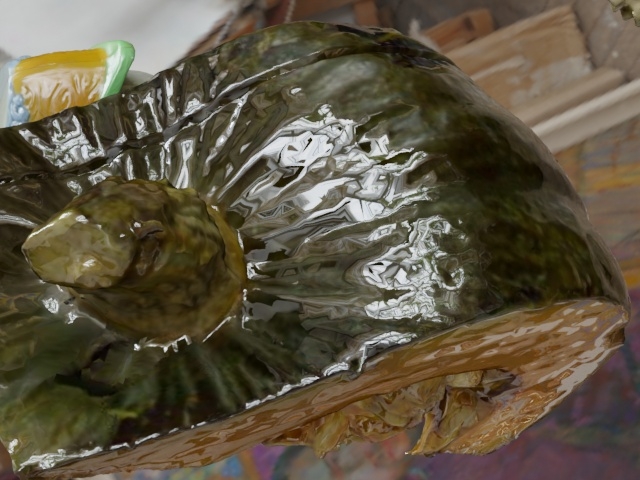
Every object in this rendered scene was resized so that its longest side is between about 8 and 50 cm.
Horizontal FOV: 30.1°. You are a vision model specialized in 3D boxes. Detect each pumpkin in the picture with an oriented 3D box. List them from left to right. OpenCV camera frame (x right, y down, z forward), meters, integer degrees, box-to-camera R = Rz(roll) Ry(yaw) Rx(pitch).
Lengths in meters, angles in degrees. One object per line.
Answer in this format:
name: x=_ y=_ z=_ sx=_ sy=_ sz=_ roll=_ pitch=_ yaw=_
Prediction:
pumpkin: x=-0.002 y=-0.002 z=0.394 sx=0.126 sy=0.248 sz=0.131 roll=-43 pitch=59 yaw=35

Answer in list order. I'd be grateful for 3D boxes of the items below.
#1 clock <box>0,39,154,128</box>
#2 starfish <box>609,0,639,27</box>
clock: x=-0.156 y=-0.038 z=0.786 sx=0.231 sy=0.144 sz=0.103 roll=-56 pitch=36 yaw=41
starfish: x=0.133 y=-0.032 z=0.337 sx=0.084 sy=0.301 sz=0.294 roll=-21 pitch=84 yaw=34
